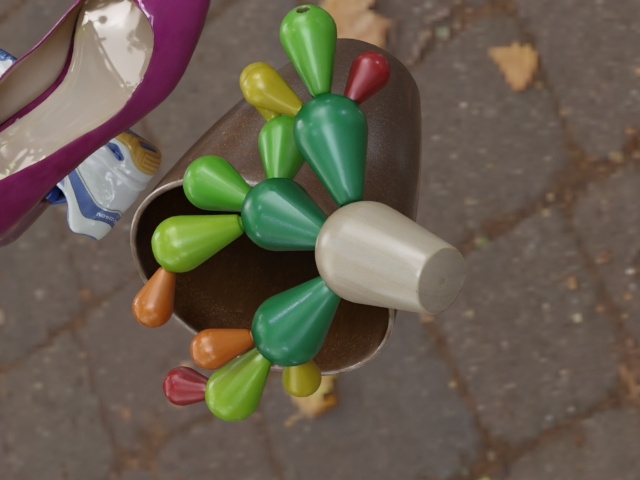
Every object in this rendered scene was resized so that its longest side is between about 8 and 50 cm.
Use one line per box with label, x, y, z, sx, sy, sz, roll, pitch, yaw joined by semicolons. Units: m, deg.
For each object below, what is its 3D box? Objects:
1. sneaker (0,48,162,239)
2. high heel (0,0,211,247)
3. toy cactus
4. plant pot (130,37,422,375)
sneaker;-0.306;-0.108;2.020;0.296;0.112;0.131;35;94;38
high heel;-0.230;-0.143;1.719;0.127;0.181;0.377;34;93;12
toy cactus;0.000;0.000;0.945;0.180;0.112;0.219;22;92;43
plant pot;-0.008;-0.049;1.504;0.215;0.230;0.215;15;140;13
